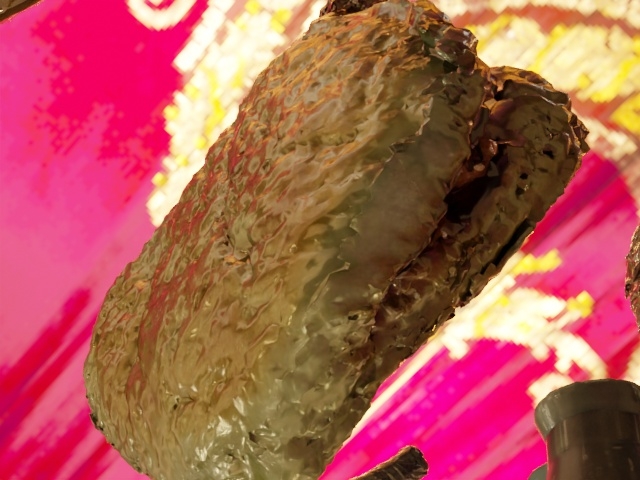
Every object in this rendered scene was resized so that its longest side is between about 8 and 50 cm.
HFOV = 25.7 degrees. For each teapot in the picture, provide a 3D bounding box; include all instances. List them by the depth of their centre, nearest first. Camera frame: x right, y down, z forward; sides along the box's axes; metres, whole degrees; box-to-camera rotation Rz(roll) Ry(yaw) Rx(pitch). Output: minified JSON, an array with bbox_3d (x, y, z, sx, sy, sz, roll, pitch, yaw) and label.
[{"bbox_3d":[0.283,0.274,1.436,0.171,0.203,0.225,20,-131,-24],"label":"teapot"}]

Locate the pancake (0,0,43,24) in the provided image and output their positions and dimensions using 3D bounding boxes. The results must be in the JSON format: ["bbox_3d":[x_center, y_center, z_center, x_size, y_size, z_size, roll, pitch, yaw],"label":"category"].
[{"bbox_3d":[-0.210,-0.226,0.646,0.382,0.382,0.071,13,-140,-57],"label":"pancake"}]

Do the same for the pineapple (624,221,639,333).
[{"bbox_3d":[0.375,0.009,1.498,0.076,0.224,0.225,18,-159,0],"label":"pineapple"}]

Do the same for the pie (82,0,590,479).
[{"bbox_3d":[-0.011,0.022,1.004,0.180,0.418,0.395,36,-176,-22],"label":"pie"}]

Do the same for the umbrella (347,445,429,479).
[{"bbox_3d":[0.047,0.300,1.660,0.188,0.050,0.046,-24,-147,-30],"label":"umbrella"}]
